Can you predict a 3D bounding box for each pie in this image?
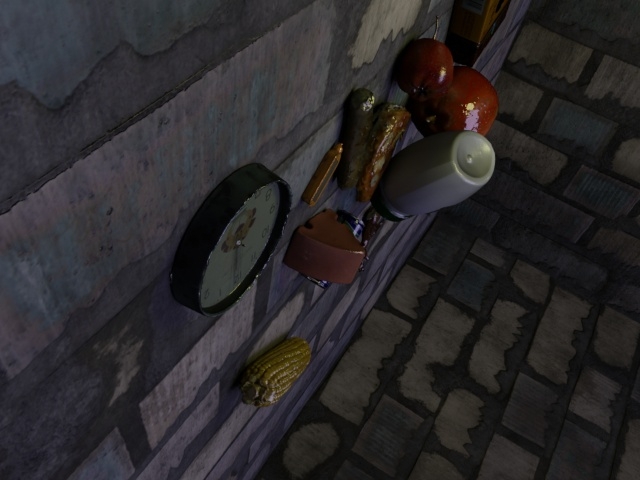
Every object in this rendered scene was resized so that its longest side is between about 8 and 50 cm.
[{"bbox_3d":[0.165,-0.264,1.616,0.308,0.085,0.308,-56,165,-23],"label":"pie"}]

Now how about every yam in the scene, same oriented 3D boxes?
[{"bbox_3d":[0.086,-0.245,1.425,0.067,0.071,0.317,-15,149,-15],"label":"yam"}]

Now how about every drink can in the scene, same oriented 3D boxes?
[{"bbox_3d":[0.039,0.027,1.740,0.235,0.097,0.097,-58,166,-9],"label":"drink can"}]

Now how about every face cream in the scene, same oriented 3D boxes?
[{"bbox_3d":[0.331,-0.199,1.740,0.312,0.220,0.357,-26,-176,-38],"label":"face cream"}]

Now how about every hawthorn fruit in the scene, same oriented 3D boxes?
[{"bbox_3d":[0.426,-0.427,1.850,0.299,0.275,0.275,-32,151,-37],"label":"hawthorn fruit"},{"bbox_3d":[0.292,-0.486,1.540,0.163,0.162,0.204,74,33,-70],"label":"hawthorn fruit"}]

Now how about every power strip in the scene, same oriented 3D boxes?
[{"bbox_3d":[0.008,-0.164,1.393,0.178,0.028,0.049,-60,166,0],"label":"power strip"}]

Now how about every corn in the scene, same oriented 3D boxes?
[{"bbox_3d":[-0.132,0.411,1.823,0.144,0.143,0.387,-65,165,20],"label":"corn"}]

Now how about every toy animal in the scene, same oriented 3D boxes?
[{"bbox_3d":[0.177,-0.032,2.171,0.260,0.087,0.244,-48,148,-33],"label":"toy animal"}]

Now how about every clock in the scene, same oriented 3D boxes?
[{"bbox_3d":[-0.160,0.004,1.085,0.313,0.061,0.313,-54,164,-24],"label":"clock"}]

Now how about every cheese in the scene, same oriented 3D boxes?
[{"bbox_3d":[-0.009,0.011,1.533,0.177,0.203,0.128,-1,130,-37],"label":"cheese"}]

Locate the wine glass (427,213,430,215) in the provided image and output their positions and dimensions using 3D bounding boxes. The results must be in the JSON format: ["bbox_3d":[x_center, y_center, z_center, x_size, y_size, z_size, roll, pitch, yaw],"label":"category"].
[{"bbox_3d":[0.318,-0.170,2.053,0.103,0.222,0.103,-51,161,-25],"label":"wine glass"}]

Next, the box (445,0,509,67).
[{"bbox_3d":[0.519,-0.775,1.768,0.264,0.115,0.415,-56,165,-19],"label":"box"}]
